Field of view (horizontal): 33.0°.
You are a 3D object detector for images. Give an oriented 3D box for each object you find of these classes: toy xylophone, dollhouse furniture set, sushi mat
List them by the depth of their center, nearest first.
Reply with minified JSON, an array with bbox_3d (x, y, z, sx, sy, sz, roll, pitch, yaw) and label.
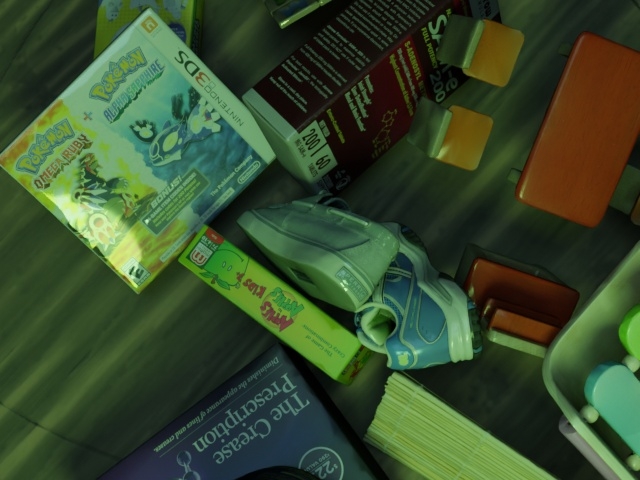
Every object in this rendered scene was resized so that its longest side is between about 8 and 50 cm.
[{"bbox_3d":[0.325,0.066,0.879,0.236,0.081,0.323,36,89,-29],"label":"toy xylophone"},{"bbox_3d":[0.178,0.226,0.904,0.316,0.151,0.019,33,59,14],"label":"sushi mat"},{"bbox_3d":[0.206,-0.042,0.915,0.261,0.135,0.259,18,101,-10],"label":"dollhouse furniture set"}]

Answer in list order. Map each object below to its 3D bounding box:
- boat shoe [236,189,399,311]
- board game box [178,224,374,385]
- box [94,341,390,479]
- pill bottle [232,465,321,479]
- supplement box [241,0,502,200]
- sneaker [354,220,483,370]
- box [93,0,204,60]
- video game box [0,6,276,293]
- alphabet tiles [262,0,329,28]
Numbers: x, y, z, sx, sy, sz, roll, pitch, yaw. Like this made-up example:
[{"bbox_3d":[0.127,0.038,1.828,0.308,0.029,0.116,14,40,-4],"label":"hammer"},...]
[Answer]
[{"bbox_3d":[0.000,-0.001,0.963,0.081,0.227,0.079,-44,116,-12],"label":"boat shoe"},{"bbox_3d":[-0.039,0.061,0.998,0.181,0.092,0.043,36,86,14],"label":"board game box"},{"bbox_3d":[-0.081,0.243,0.966,0.261,0.103,0.184,-38,78,0],"label":"box"},{"bbox_3d":[-0.045,0.235,0.796,0.122,0.219,0.123,-1,82,7],"label":"pill bottle"},{"bbox_3d":[0.055,-0.156,0.991,0.239,0.130,0.073,-42,61,-6],"label":"supplement box"},{"bbox_3d":[0.060,0.044,0.940,0.081,0.211,0.080,-17,115,-14],"label":"sneaker"},{"bbox_3d":[-0.177,-0.177,1.095,0.105,0.043,0.179,0,81,9],"label":"box"},{"bbox_3d":[-0.169,-0.085,1.030,0.205,0.048,0.187,-46,104,-2],"label":"video game box"},{"bbox_3d":[0.046,-0.289,1.025,0.237,0.198,0.009,-30,119,3],"label":"alphabet tiles"}]
